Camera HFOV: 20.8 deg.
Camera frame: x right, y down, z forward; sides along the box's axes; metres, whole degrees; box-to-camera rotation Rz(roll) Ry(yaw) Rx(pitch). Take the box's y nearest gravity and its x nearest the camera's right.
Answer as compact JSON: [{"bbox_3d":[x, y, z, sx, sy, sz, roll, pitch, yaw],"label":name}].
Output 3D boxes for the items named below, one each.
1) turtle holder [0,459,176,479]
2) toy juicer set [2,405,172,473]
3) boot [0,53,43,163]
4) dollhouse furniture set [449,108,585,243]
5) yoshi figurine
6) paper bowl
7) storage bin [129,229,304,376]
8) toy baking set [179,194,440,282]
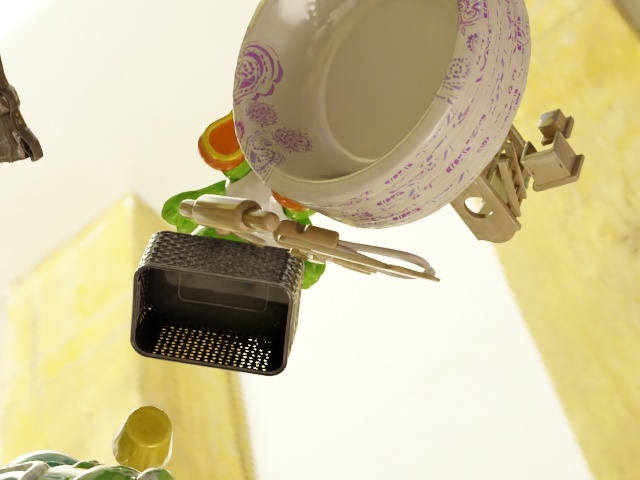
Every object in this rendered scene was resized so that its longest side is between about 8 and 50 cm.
[{"bbox_3d":[-0.216,0.261,1.308,0.227,0.243,0.320,0,-129,18],"label":"turtle holder"},{"bbox_3d":[-0.283,0.320,1.900,0.329,0.209,0.089,-17,155,-25],"label":"toy juicer set"},{"bbox_3d":[-0.431,-0.184,1.887,0.263,0.229,0.091,8,-151,26],"label":"boot"},{"bbox_3d":[0.242,-0.106,1.949,0.161,0.101,0.182,-16,-143,37],"label":"dollhouse furniture set"},{"bbox_3d":[-0.094,-0.020,2.205,0.203,0.362,0.204,-9,-111,-10],"label":"yoshi figurine"},{"bbox_3d":[0.067,-0.148,1.599,0.284,0.148,0.284,-17,-117,35],"label":"paper bowl"},{"bbox_3d":[-0.115,0.070,1.956,0.180,0.122,0.084,9,-151,5],"label":"storage bin"},{"bbox_3d":[-0.006,-0.002,1.557,0.256,0.196,0.030,8,-98,63],"label":"toy baking set"}]
